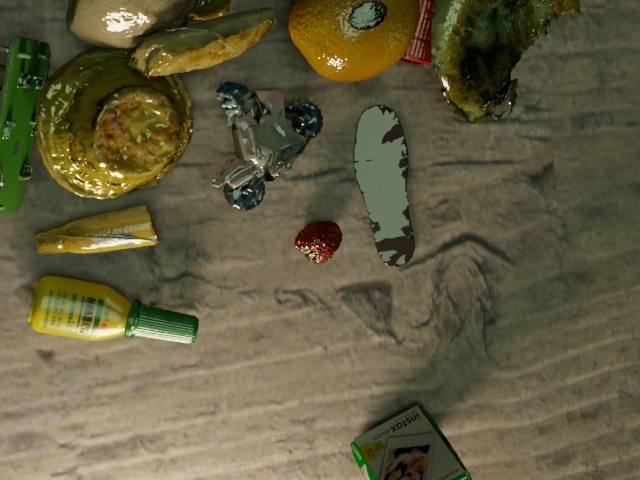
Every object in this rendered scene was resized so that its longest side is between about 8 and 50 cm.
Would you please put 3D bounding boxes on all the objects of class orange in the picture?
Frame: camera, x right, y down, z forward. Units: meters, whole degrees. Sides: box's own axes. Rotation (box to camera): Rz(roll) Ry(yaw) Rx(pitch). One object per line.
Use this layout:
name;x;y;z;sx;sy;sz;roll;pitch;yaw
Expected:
orange;0.059;-0.393;1.546;0.236;0.236;0.236;-3;103;-11

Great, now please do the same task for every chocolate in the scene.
chocolate;-0.408;-0.010;1.610;0.219;0.085;0.085;-12;105;-5

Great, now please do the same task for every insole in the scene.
insole;0.128;-0.103;1.734;0.111;0.007;0.327;-12;105;-7

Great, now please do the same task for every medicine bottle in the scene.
medicine bottle;-0.381;0.140;1.647;0.309;0.076;0.111;11;107;-15

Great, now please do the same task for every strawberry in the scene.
strawberry;0.000;0.000;1.695;0.096;0.083;0.083;-43;111;-36

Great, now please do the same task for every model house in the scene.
model house;-0.638;-0.202;1.382;0.324;0.340;0.300;12;98;-2

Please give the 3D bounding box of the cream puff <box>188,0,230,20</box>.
cream puff;-0.204;-0.426;1.567;0.083;0.083;0.058;-42;67;11

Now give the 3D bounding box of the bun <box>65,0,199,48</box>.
bun;-0.291;-0.440;1.441;0.205;0.281;0.281;8;101;-21

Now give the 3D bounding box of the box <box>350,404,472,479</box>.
box;0.182;0.455;1.749;0.180;0.250;0.103;-27;122;-8

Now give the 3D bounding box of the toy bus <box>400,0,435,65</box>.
toy bus;0.191;-0.424;1.631;0.081;0.089;0.195;12;100;-15

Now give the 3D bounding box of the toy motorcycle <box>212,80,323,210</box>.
toy motorcycle;-0.131;-0.196;1.611;0.204;0.108;0.239;42;67;-22

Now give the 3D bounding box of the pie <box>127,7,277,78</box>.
pie;-0.188;-0.334;1.501;0.282;0.129;0.068;-29;88;-38

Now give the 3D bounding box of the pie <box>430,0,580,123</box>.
pie;0.331;-0.403;1.624;0.296;0.078;0.371;31;93;-40

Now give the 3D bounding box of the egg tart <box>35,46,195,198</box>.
egg tart;-0.338;-0.196;1.514;0.294;0.123;0.293;-14;115;-32
